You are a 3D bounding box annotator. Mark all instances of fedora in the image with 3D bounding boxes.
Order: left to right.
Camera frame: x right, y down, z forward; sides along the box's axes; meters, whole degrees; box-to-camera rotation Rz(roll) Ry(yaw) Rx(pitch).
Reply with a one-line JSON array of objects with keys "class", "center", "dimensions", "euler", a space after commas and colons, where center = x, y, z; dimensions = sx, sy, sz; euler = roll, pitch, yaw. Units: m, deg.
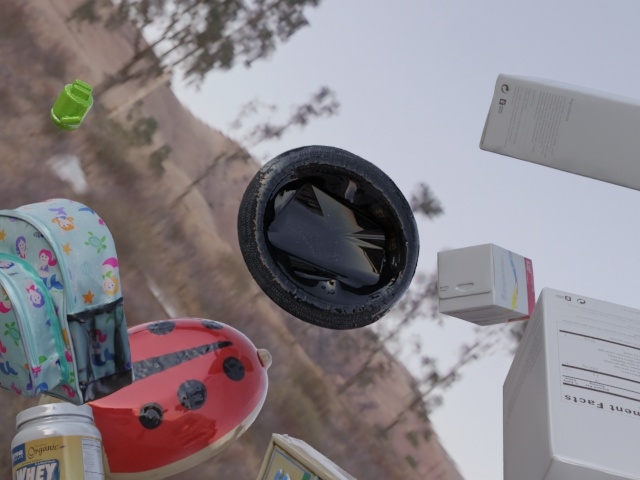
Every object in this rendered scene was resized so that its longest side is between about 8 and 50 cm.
[{"class": "fedora", "center": [0.000, 0.000, 1.915], "dimensions": [0.334, 0.334, 0.152], "euler": [55, -19, -6]}]

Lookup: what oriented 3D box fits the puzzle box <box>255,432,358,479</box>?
[{"class": "puzzle box", "center": [-0.052, 0.466, 1.337], "dimensions": [0.052, 0.409, 0.272], "euler": [20, -1, -28]}]

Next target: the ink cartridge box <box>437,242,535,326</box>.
[{"class": "ink cartridge box", "center": [0.327, 0.089, 2.174], "dimensions": [0.128, 0.127, 0.176], "euler": [-11, -18, 35]}]

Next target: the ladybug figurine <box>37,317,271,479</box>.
[{"class": "ladybug figurine", "center": [-0.298, 0.267, 1.994], "dimensions": [0.305, 0.449, 0.162], "euler": [57, -24, 32]}]

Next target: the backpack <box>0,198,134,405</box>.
[{"class": "backpack", "center": [-0.363, 0.076, 1.436], "dimensions": [0.225, 0.191, 0.253], "euler": [9, -75, 43]}]

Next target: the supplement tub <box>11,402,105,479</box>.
[{"class": "supplement tub", "center": [-0.418, 0.373, 1.757], "dimensions": [0.144, 0.144, 0.199], "euler": [86, -6, -68]}]

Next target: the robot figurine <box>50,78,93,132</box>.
[{"class": "robot figurine", "center": [-0.514, -0.275, 2.272], "dimensions": [0.067, 0.115, 0.101], "euler": [26, 29, -23]}]

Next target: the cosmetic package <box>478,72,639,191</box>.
[{"class": "cosmetic package", "center": [0.519, -0.192, 2.012], "dimensions": [0.385, 0.156, 0.217], "euler": [21, 15, 32]}]

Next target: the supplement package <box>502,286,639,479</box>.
[{"class": "supplement package", "center": [0.315, 0.223, 1.260], "dimensions": [0.293, 0.175, 0.177], "euler": [-76, 180, -54]}]
